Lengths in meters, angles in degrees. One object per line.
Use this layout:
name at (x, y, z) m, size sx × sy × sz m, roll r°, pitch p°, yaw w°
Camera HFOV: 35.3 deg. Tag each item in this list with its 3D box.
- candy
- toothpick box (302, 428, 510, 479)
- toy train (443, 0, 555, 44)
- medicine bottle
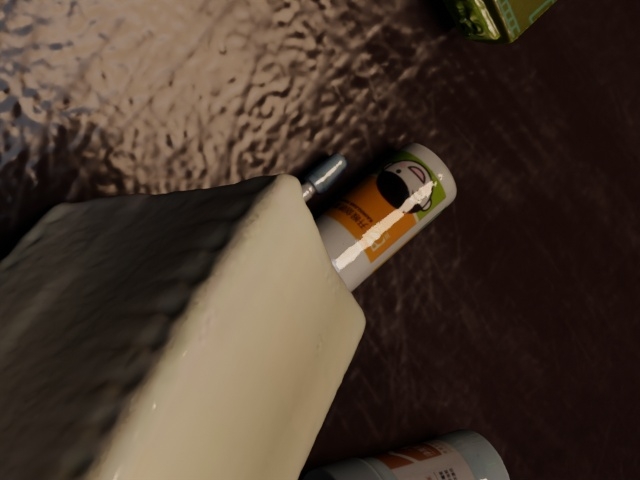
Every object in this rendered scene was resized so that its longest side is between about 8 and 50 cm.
candy at (-0.130, 0.124, 0.556) m, size 0.145 × 0.208 × 0.358 m, roll 61°, pitch 39°, yaw -33°
toothpick box at (0.070, 0.222, 0.843) m, size 0.153 × 0.101 × 0.101 m, roll -9°, pitch 107°, yaw -31°
toy train at (0.161, -0.250, 0.786) m, size 0.225 × 0.090 × 0.137 m, roll -43°, pitch 124°, yaw -15°
medicine bottle at (0.000, 0.000, 0.773) m, size 0.221 × 0.061 × 0.092 m, roll -41°, pitch 95°, yaw -17°
